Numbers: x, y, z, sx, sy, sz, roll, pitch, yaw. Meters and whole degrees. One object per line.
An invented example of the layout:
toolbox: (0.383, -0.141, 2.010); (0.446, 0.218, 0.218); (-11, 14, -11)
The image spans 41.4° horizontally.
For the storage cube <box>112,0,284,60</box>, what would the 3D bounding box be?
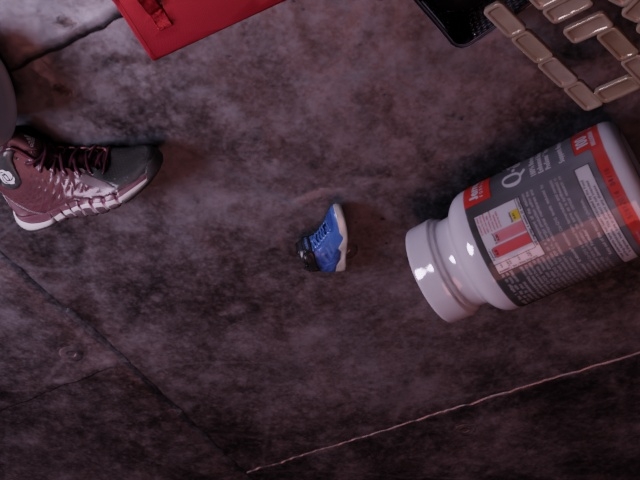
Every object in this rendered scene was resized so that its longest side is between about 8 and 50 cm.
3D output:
storage cube: (-0.153, -0.360, 0.988); (0.193, 0.215, 0.184); (-22, 130, 11)

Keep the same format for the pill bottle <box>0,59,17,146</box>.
pill bottle: (-0.582, -0.185, 1.192); (0.264, 0.153, 0.153); (-9, 134, 9)

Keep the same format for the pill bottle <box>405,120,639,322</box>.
pill bottle: (0.330, -0.016, 1.324); (0.362, 0.210, 0.210); (-27, 129, 23)

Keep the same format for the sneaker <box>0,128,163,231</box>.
sneaker: (-0.393, -0.117, 1.295); (0.281, 0.106, 0.163); (-19, 128, 18)

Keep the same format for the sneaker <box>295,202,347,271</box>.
sneaker: (0.000, 0.001, 1.443); (0.084, 0.058, 0.152); (-7, 141, -6)

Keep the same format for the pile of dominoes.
pile of dominoes: (0.347, -0.277, 1.061); (0.251, 0.040, 0.196); (32, 146, -31)

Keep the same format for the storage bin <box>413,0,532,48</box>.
storage bin: (0.212, -0.351, 1.085); (0.180, 0.084, 0.122); (-32, 126, 26)
